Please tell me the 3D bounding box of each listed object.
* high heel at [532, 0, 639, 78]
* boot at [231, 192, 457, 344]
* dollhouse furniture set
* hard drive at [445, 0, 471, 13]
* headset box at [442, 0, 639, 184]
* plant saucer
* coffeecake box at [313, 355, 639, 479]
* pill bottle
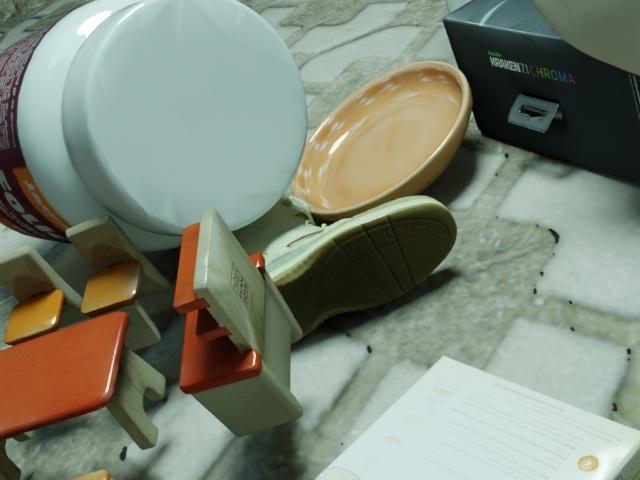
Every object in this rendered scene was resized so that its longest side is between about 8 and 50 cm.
[{"bbox_3d":[0.272,-0.171,0.646,0.181,0.377,0.127,-25,-14,-31],"label":"high heel"},{"bbox_3d":[0.000,0.000,0.789,0.213,0.077,0.165,-29,27,7],"label":"boot"},{"bbox_3d":[-0.153,0.084,0.632,0.259,0.135,0.262,-19,41,16],"label":"dollhouse furniture set"},{"bbox_3d":[0.181,-0.387,1.071,0.040,0.308,0.203,4,39,42],"label":"hard drive"},{"bbox_3d":[0.285,-0.185,0.832,0.283,0.131,0.246,-33,29,-16],"label":"headset box"},{"bbox_3d":[0.062,-0.091,0.902,0.200,0.037,0.200,-29,34,21],"label":"plant saucer"},{"bbox_3d":[0.062,0.158,0.481,0.185,0.068,0.142,-38,31,-25],"label":"coffeecake box"},{"bbox_3d":[-0.191,-0.103,0.874,0.224,0.224,0.392,-38,21,-25],"label":"pill bottle"}]
